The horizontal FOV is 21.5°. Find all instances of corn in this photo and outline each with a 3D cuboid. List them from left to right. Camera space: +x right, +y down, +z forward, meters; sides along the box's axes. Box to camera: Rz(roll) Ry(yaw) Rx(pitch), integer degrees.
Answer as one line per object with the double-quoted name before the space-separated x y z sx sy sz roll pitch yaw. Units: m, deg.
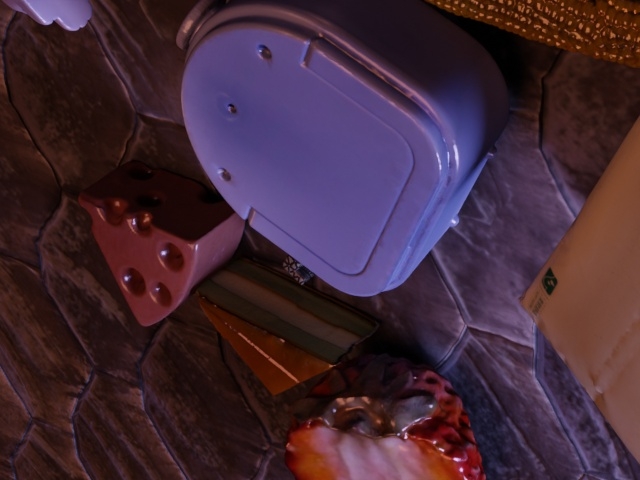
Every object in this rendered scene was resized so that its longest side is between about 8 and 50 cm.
"corn" 0.210 -0.255 1.710 0.310 0.101 0.101 24 133 27

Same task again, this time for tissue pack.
"tissue pack" 0.397 0.033 1.629 0.297 0.207 0.380 52 145 23

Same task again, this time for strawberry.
"strawberry" 0.102 0.284 2.183 0.265 0.149 0.336 -1 131 24

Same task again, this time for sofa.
"sofa" 0.000 0.000 2.107 0.039 0.060 0.118 44 139 11

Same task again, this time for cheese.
"cheese" -0.186 -0.010 2.218 0.177 0.128 0.203 -12 108 42

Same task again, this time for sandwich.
"sandwich" -0.045 0.088 2.171 0.187 0.117 0.144 51 136 0

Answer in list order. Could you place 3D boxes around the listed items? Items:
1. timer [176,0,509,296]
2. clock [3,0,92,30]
"timer" 0.010 -0.151 1.893 0.395 0.173 0.395 28 144 22
"clock" -0.370 -0.360 2.088 0.254 0.189 0.189 10 127 51
